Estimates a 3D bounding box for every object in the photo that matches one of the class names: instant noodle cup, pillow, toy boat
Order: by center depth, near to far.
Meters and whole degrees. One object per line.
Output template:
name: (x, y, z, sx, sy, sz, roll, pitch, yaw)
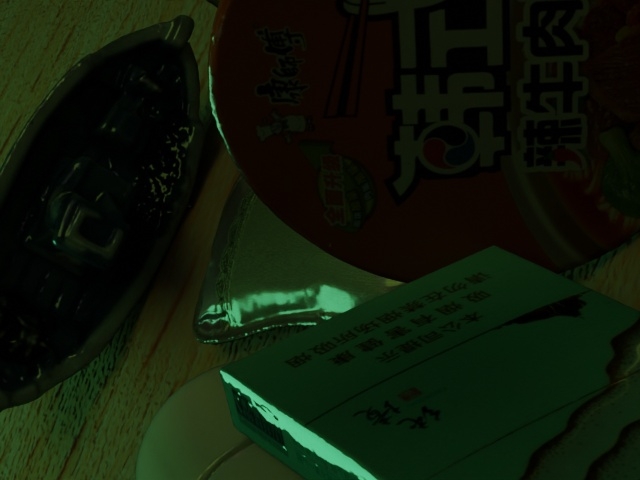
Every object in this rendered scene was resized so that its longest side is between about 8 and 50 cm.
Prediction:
instant noodle cup: (0.074, -0.131, 0.989, 0.250, 0.250, 0.192, -42, 24, 26)
pillow: (0.000, 0.000, 1.162, 0.233, 0.038, 0.130, -7, 59, 52)
toy boat: (-0.160, -0.021, 1.335, 0.309, 0.129, 0.142, -65, 19, -16)

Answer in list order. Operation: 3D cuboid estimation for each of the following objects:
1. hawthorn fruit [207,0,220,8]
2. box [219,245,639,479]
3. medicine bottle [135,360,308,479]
hawthorn fruit: (-0.018, -0.274, 1.279, 0.235, 0.263, 0.231, -38, 46, -21)
box: (0.079, 0.073, 0.844, 0.162, 0.041, 0.229, -23, 25, -22)
medicine bottle: (0.006, 0.164, 0.896, 0.130, 0.130, 0.341, -54, 29, 5)
